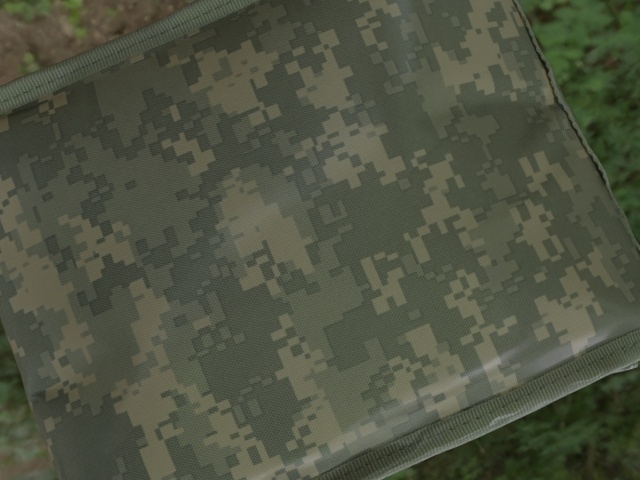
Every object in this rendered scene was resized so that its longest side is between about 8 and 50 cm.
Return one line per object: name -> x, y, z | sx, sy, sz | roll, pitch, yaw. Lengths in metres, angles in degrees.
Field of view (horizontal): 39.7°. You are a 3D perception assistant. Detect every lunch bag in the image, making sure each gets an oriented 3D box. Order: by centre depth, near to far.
lunch bag -> 0.000, 0.000, 0.441 | 0.287, 0.235, 0.169 | -23, 170, 1
